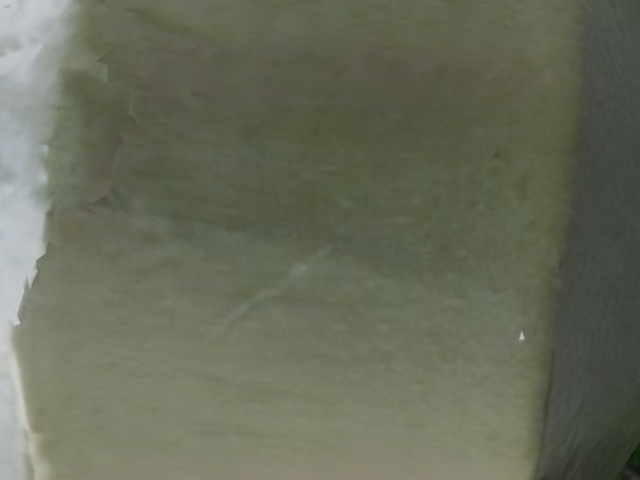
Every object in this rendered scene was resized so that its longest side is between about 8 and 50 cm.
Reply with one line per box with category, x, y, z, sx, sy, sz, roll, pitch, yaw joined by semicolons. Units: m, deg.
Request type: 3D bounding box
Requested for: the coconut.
coconut;0.000;0.001;0.431;0.241;0.241;0.241;7;-90;-85
